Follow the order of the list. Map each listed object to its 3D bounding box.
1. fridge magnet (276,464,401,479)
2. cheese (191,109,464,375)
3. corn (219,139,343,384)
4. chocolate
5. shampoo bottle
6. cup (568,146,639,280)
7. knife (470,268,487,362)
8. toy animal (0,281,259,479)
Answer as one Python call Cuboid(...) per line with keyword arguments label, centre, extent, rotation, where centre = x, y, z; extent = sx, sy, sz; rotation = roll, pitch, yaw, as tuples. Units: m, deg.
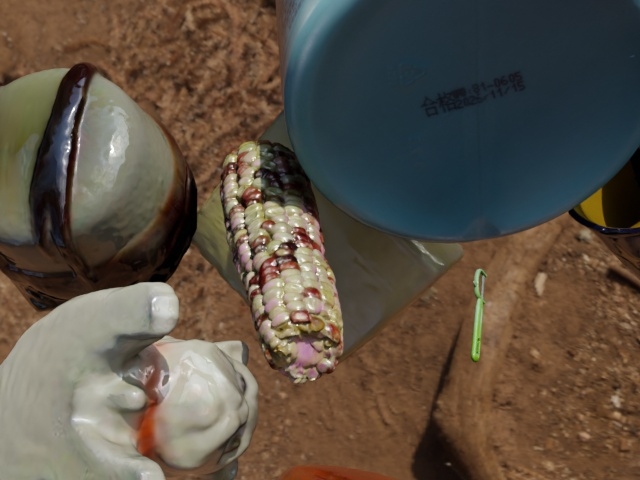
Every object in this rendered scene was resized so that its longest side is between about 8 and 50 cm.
Cuboid(label="fridge magnet", centre=(0.106, 0.365, 0.980), extent=(0.363, 0.363, 0.155), rotation=(9, 65, 41))
Cuboid(label="cheese", centre=(0.000, 0.000, 1.063), extent=(0.265, 0.124, 0.242), rotation=(47, 126, 5))
Cuboid(label="corn", centre=(-0.036, 0.005, 0.780), extent=(0.092, 0.092, 0.281), rotation=(-45, 35, 20))
Cuboid(label="chocolate", centre=(-0.297, -0.065, 0.993), extent=(0.283, 0.186, 0.284), rotation=(-2, 76, 9))
Cuboid(label="shampoo bottle", centre=(0.121, -0.221, 0.835), extent=(0.331, 0.331, 0.343), rotation=(-36, 34, 25))
Cuboid(label="cup", centre=(0.381, 0.006, 0.860), extent=(0.178, 0.256, 0.255), rotation=(-26, 45, 32))
Cuboid(label="knife", centre=(0.314, 0.145, 1.737), extent=(0.015, 0.054, 0.212), rotation=(-9, 51, 29))
Cuboid(label="toy animal", centre=(-0.173, 0.202, 0.686), extent=(0.266, 0.188, 0.308), rotation=(-7, 79, 26))
